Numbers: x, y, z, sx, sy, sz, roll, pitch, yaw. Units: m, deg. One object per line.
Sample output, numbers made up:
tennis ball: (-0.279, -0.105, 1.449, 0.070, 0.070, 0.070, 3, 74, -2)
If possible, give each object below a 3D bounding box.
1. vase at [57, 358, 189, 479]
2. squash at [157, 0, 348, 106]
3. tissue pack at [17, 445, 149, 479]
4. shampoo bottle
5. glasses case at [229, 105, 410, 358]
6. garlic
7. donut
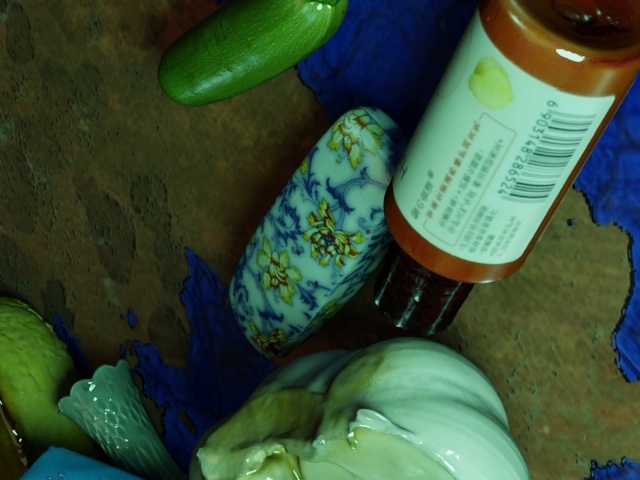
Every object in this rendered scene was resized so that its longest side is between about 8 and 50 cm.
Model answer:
vase: (-0.168, 0.191, 1.553, 0.149, 0.081, 0.081, 54, 139, 18)
squash: (-0.043, -0.152, 1.262, 0.252, 0.066, 0.066, -20, 88, 54)
tissue pack: (-0.142, 0.314, 1.462, 0.269, 0.137, 0.209, 17, 124, 18)
shampoo bottle: (0.106, -0.047, 1.086, 0.104, 0.104, 0.278, 51, 138, 26)
glasses case: (0.000, 0.000, 1.269, 0.087, 0.065, 0.248, 59, 140, 19)
garlic: (0.038, 0.165, 1.214, 0.281, 0.185, 0.203, -27, 113, 34)
donut: (-0.323, 0.186, 1.718, 0.303, 0.110, 0.303, 27, 127, 43)
